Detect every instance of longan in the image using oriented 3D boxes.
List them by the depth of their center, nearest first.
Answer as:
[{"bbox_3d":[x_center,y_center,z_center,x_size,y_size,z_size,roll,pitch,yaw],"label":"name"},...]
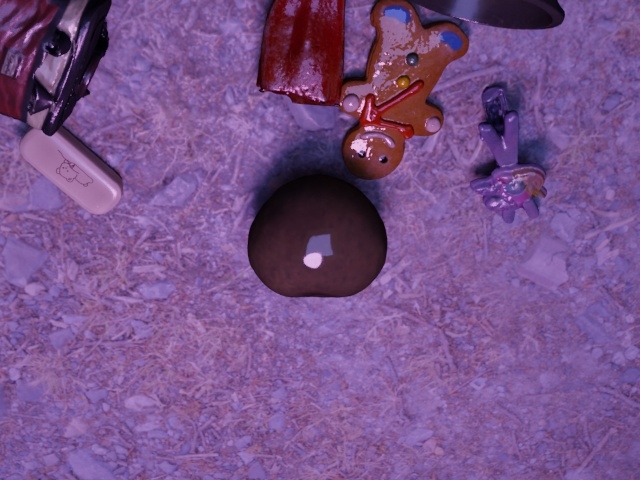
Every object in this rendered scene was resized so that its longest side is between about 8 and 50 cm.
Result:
[{"bbox_3d":[0.000,0.000,1.441,0.245,0.215,0.246,10,121,16],"label":"longan"}]

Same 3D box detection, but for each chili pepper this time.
[{"bbox_3d":[-0.027,-0.347,1.320,0.144,0.136,0.253,21,112,35],"label":"chili pepper"}]

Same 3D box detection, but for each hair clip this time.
[{"bbox_3d":[0.334,-0.136,1.466,0.137,0.090,0.279,-14,119,13],"label":"hair clip"}]

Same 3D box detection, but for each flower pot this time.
[{"bbox_3d":[0.256,-0.433,1.227,0.268,0.269,0.166,11,97,-11],"label":"flower pot"}]

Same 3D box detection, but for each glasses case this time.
[{"bbox_3d":[-0.438,-0.129,1.426,0.083,0.050,0.196,-41,114,15],"label":"glasses case"}]

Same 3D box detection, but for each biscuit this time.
[{"bbox_3d":[0.132,-0.246,1.414,0.205,0.049,0.324,19,118,-15],"label":"biscuit"}]

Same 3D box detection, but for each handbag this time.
[{"bbox_3d":[-0.438,-0.298,1.260,0.181,0.181,0.254,22,118,-14],"label":"handbag"}]
